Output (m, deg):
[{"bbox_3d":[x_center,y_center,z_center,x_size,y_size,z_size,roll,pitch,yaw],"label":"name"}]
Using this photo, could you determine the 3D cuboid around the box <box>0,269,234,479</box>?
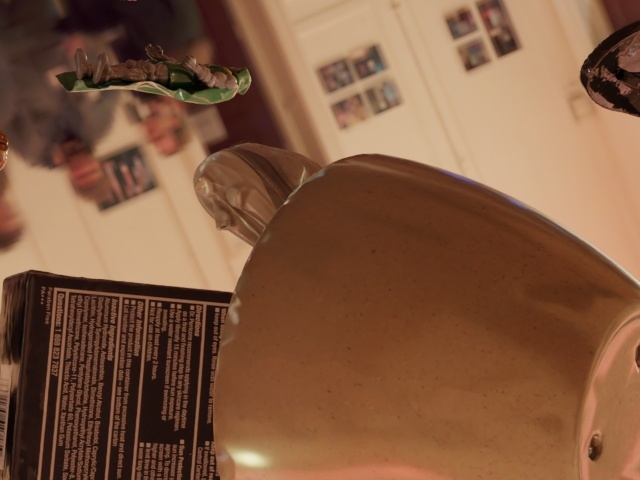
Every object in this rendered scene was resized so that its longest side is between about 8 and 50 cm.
[{"bbox_3d":[-0.171,0.192,1.534,0.294,0.296,0.183,7,174,-19],"label":"box"}]

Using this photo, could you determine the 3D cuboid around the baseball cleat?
[{"bbox_3d":[0.000,0.000,1.156,0.109,0.206,0.072,-34,169,-47],"label":"baseball cleat"}]

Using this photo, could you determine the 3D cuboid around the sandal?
[{"bbox_3d":[0.233,-0.092,1.000,0.179,0.040,0.067,21,118,-45],"label":"sandal"}]

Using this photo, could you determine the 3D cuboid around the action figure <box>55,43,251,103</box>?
[{"bbox_3d":[-0.175,-0.193,1.817,0.232,0.063,0.137,-1,-166,-43],"label":"action figure"}]

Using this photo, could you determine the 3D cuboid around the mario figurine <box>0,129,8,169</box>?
[{"bbox_3d":[-0.459,0.009,1.652,0.170,0.198,0.320,12,112,-51],"label":"mario figurine"}]

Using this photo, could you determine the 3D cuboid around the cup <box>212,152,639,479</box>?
[{"bbox_3d":[0.120,0.112,1.104,0.237,0.331,0.331,8,-155,38],"label":"cup"}]
